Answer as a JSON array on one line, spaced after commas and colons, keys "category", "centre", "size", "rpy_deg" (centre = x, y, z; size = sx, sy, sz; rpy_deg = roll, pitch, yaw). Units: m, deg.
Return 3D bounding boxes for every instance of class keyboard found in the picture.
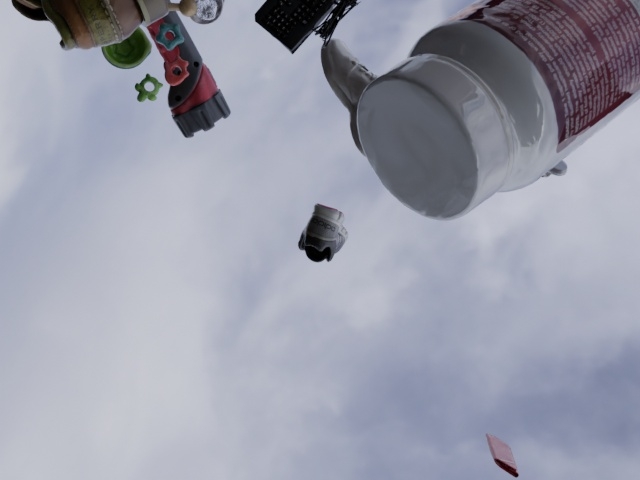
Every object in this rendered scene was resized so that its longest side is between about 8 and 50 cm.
[{"category": "keyboard", "centre": [0.007, -0.335, 1.309], "size": [0.192, 0.100, 0.038], "rpy_deg": [-51, -176, -11]}]

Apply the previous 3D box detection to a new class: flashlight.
[{"category": "flashlight", "centre": [-0.266, -0.328, 1.682], "size": [0.103, 0.304, 0.103], "rpy_deg": [-18, -157, 31]}]

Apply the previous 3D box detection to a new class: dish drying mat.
[{"category": "dish drying mat", "centre": [0.192, 0.225, 1.039], "size": [0.008, 0.032, 0.083], "rpy_deg": [-58, 180, 9]}]

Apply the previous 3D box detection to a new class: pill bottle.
[{"category": "pill bottle", "centre": [0.244, -0.199, 1.222], "size": [0.224, 0.392, 0.224], "rpy_deg": [35, -36, 30]}]

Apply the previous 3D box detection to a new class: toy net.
[{"category": "toy net", "centre": [-0.209, -0.315, 1.459], "size": [0.232, 0.122, 0.045], "rpy_deg": [-43, -174, -14]}]

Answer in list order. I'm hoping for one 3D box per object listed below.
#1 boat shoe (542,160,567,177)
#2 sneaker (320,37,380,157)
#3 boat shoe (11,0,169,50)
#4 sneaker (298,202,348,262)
[{"category": "boat shoe", "centre": [0.359, -0.118, 1.569], "size": [0.100, 0.035, 0.035], "rpy_deg": [-133, -140, -56]}, {"category": "sneaker", "centre": [0.075, -0.233, 1.511], "size": [0.094, 0.080, 0.212], "rpy_deg": [-34, -110, 31]}, {"category": "boat shoe", "centre": [-0.260, -0.271, 0.941], "size": [0.104, 0.110, 0.307], "rpy_deg": [-34, -138, -13]}, {"category": "sneaker", "centre": [0.000, 0.000, 1.485], "size": [0.170, 0.063, 0.075], "rpy_deg": [87, 29, -76]}]
